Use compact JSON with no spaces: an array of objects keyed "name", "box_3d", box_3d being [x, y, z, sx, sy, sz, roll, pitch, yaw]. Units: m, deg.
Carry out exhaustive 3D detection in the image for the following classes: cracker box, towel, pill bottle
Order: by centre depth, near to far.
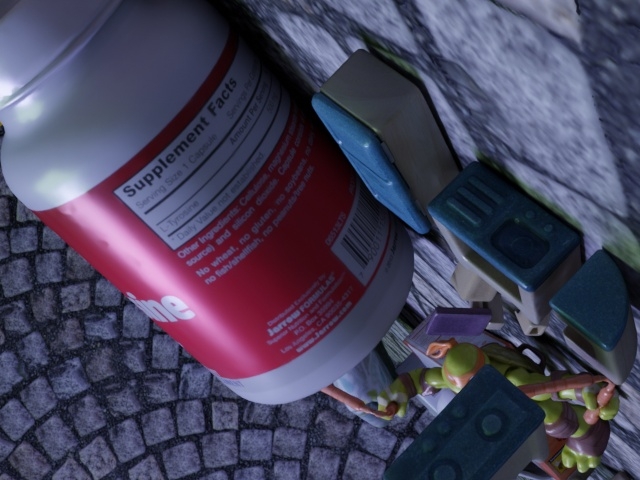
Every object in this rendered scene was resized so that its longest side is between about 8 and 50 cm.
[{"name":"pill bottle","box_3d":[-0.118,-0.060,0.856,0.407,0.229,0.229,47,175,-28]},{"name":"cracker box","box_3d":[0.197,0.168,1.128,0.156,0.067,0.232,46,176,-13]},{"name":"towel","box_3d":[0.038,0.139,1.623,0.320,0.090,0.374,62,-177,19]}]

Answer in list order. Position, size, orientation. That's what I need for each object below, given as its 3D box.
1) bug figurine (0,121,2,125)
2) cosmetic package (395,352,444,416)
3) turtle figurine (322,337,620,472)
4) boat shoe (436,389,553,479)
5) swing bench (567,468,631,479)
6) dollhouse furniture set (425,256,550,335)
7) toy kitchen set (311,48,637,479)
[{"name":"bug figurine","box_3d":[-0.248,-0.151,0.976,0.216,0.279,0.072,53,-176,-39]},{"name":"cosmetic package","box_3d":[0.210,0.256,1.717,0.117,0.085,0.231,44,177,20]},{"name":"turtle figurine","box_3d":[0.152,0.135,0.874,0.269,0.087,0.217,-10,149,34]},{"name":"boat shoe","box_3d":[0.251,0.263,1.350,0.088,0.096,0.267,34,171,45]},{"name":"swing bench","box_3d":[0.334,0.437,1.149,0.253,0.254,0.165,44,175,5]},{"name":"dollhouse furniture set","box_3d":[0.125,0.007,0.693,0.114,0.091,0.081,103,167,-59]},{"name":"toy kitchen set","box_3d":[0.050,0.029,0.550,0.207,0.166,0.122,41,174,34]}]
